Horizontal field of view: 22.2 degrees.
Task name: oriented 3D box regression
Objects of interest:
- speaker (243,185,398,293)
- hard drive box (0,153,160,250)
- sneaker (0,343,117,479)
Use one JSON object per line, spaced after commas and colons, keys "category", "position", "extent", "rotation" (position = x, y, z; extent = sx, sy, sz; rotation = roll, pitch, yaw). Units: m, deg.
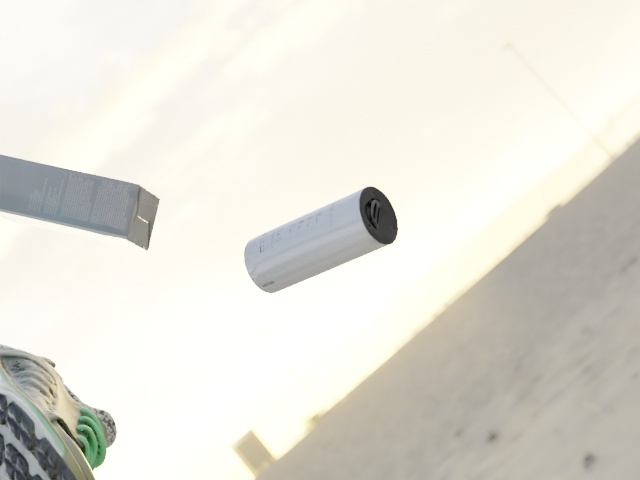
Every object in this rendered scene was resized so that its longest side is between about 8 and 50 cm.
{"category": "speaker", "position": [0.000, 0.000, 1.412], "extent": [0.136, 0.055, 0.055], "rotation": [-24, 1, 34]}
{"category": "hard drive box", "position": [-0.381, -0.058, 2.517], "extent": [0.181, 0.232, 0.089], "rotation": [51, -128, -82]}
{"category": "sneaker", "position": [-0.274, 0.200, 1.675], "extent": [0.182, 0.410, 0.158], "rotation": [2, -65, -35]}
